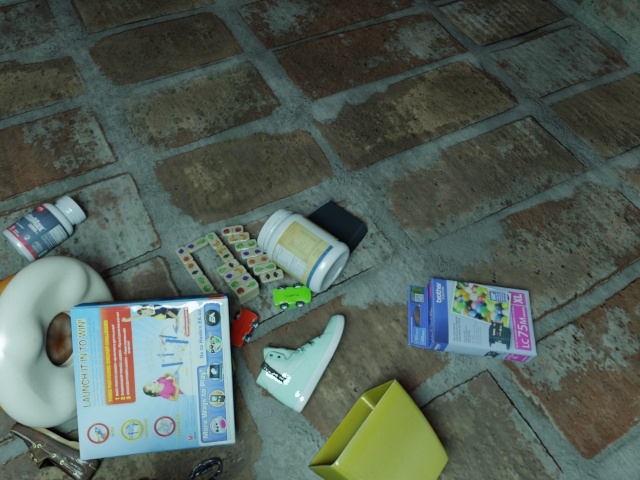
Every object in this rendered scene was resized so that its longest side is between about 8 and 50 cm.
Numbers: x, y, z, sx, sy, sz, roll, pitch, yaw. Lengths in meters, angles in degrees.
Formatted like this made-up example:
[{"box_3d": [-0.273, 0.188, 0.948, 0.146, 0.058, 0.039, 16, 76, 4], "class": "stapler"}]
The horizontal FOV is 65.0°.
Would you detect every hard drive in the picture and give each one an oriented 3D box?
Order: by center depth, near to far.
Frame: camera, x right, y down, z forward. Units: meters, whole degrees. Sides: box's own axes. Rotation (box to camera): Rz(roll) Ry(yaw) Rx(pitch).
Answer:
[{"box_3d": [0.000, 0.000, 1.396, 0.172, 0.054, 0.254, 35, 61, 18], "class": "hard drive"}]

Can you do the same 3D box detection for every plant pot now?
[{"box_3d": [0.130, 0.445, 1.039, 0.187, 0.212, 0.212, 42, 62, 5], "class": "plant pot"}]

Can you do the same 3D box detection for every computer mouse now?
[{"box_3d": [-0.322, 0.518, 1.047, 0.242, 0.041, 0.071, -13, 67, -21], "class": "computer mouse"}]

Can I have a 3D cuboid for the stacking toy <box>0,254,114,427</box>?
[{"box_3d": [-0.732, 0.212, 1.088, 0.481, 0.350, 0.350, -2, 56, 12], "class": "stacking toy"}]

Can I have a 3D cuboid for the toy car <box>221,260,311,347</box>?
[{"box_3d": [-0.136, 0.158, 1.283, 0.225, 0.053, 0.238, -5, 58, -8], "class": "toy car"}]

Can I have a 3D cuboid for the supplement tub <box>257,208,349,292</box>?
[{"box_3d": [-0.044, 0.022, 1.261, 0.200, 0.144, 0.144, 35, 61, 17], "class": "supplement tub"}]

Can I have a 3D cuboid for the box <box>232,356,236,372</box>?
[{"box_3d": [-0.288, 0.262, 1.169, 0.179, 0.109, 0.042, 21, 59, 9], "class": "box"}]

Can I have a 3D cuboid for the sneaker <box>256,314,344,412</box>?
[{"box_3d": [-0.049, 0.257, 1.196, 0.151, 0.094, 0.255, 29, 61, 7], "class": "sneaker"}]

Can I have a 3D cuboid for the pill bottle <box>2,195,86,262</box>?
[{"box_3d": [-0.725, -0.036, 1.330, 0.108, 0.107, 0.180, 35, 61, 17], "class": "pill bottle"}]

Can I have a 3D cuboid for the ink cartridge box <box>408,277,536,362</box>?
[{"box_3d": [0.385, 0.200, 1.296, 0.312, 0.065, 0.185, 7, 56, 2], "class": "ink cartridge box"}]

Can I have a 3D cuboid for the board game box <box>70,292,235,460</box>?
[{"box_3d": [-0.335, 0.272, 1.039, 0.303, 0.086, 0.307, -3, 92, -9], "class": "board game box"}]

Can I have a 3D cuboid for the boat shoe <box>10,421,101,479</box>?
[{"box_3d": [-0.564, 0.441, 1.050, 0.207, 0.073, 0.073, 20, 56, 9], "class": "boat shoe"}]

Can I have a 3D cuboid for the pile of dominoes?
[{"box_3d": [-0.237, 0.052, 1.290, 0.196, 0.040, 0.251, -30, 57, -21], "class": "pile of dominoes"}]
